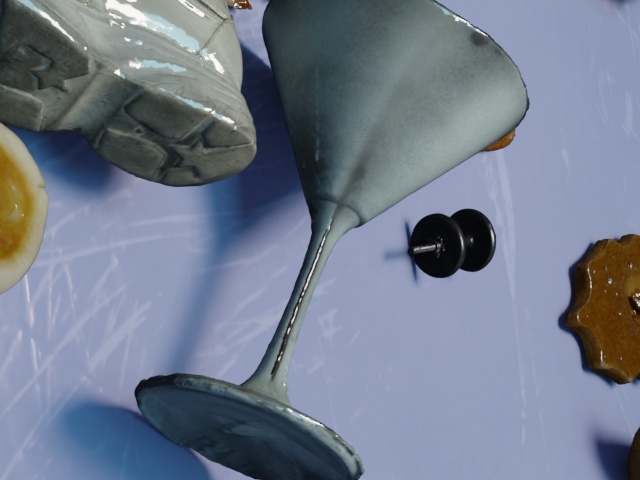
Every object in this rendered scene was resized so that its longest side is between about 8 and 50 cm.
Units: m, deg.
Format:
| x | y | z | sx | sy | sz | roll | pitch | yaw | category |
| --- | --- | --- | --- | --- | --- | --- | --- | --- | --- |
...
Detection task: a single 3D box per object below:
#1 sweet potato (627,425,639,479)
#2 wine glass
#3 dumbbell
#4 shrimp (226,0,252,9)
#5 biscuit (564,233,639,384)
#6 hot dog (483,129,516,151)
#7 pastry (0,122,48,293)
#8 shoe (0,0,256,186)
| x | y | z | sx | sy | sz | roll | pitch | yaw | category |
| --- | --- | --- | --- | --- | --- | --- | --- | --- | --- |
| 0.441 | 0.280 | 2.027 | 0.106 | 0.095 | 0.355 | -46 | 142 | 9 | sweet potato |
| 0.000 | 0.000 | 1.492 | 0.267 | 0.267 | 0.406 | 41 | 60 | -35 | wine glass |
| 0.140 | 0.003 | 1.763 | 0.147 | 0.069 | 0.069 | -9 | 89 | -49 | dumbbell |
| -0.089 | -0.283 | 1.593 | 0.187 | 0.052 | 0.132 | 40 | 74 | -29 | shrimp |
| 0.358 | 0.085 | 2.013 | 0.215 | 0.034 | 0.182 | -4 | 85 | -46 | biscuit |
| 0.180 | -0.129 | 1.858 | 0.083 | 0.035 | 0.058 | 11 | 75 | -46 | hot dog |
| -0.283 | -0.028 | 1.290 | 0.156 | 0.092 | 0.156 | 7 | 80 | -48 | pastry |
| -0.204 | -0.191 | 1.392 | 0.342 | 0.132 | 0.210 | 26 | 42 | -27 | shoe |
